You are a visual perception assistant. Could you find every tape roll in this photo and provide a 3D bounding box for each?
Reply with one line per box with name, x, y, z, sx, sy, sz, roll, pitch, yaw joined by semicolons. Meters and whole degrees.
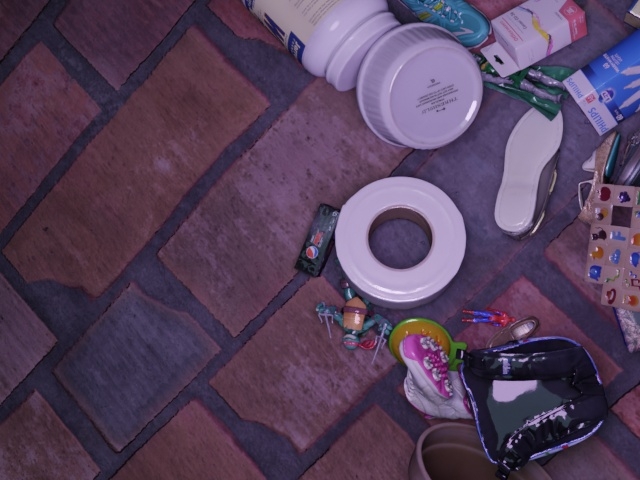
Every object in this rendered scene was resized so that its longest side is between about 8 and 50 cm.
tape roll;0.173;0.006;1.681;0.287;0.100;0.286;-1;76;4

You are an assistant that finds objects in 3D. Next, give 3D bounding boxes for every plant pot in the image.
plant pot;0.300;0.594;1.607;0.323;0.323;0.280;29;115;15

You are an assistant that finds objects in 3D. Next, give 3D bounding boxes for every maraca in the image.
maraca;0.242;0.242;1.711;0.186;0.099;0.127;28;112;-9

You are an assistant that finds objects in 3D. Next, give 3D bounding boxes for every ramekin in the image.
ramekin;0.220;-0.319;1.624;0.273;0.127;0.272;-6;113;-15

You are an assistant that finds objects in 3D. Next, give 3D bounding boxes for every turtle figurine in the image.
turtle figurine;0.078;0.162;1.748;0.176;0.118;0.234;7;77;2

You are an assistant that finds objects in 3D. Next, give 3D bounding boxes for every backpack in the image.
backpack;0.447;0.321;1.580;0.264;0.213;0.276;-18;82;16

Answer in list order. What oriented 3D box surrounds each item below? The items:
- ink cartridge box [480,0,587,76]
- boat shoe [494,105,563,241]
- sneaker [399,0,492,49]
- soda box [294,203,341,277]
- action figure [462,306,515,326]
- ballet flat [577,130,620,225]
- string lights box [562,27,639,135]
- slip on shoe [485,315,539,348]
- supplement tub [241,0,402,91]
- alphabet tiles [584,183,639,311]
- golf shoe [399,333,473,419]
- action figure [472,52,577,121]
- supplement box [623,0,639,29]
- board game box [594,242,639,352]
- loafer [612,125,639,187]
ink cartridge box;0.444;-0.442;1.618;0.198;0.067;0.115;-29;51;5
boat shoe;0.451;-0.146;1.639;0.109;0.091;0.304;12;75;31
sneaker;0.254;-0.520;1.694;0.275;0.110;0.107;38;101;13
soda box;0.000;0.000;1.803;0.060;0.053;0.168;24;97;16
action figure;0.375;0.171;1.702;0.115;0.030;0.038;6;97;12
ballet flat;0.584;-0.132;1.618;0.067;0.073;0.206;10;90;31
string lights box;0.641;-0.343;1.544;0.260;0.133;0.076;-36;45;20
slip on shoe;0.421;0.213;1.681;0.135;0.041;0.051;-34;81;14
supplement tub;0.001;-0.516;1.706;0.235;0.235;0.325;-45;78;12
alphabet tiles;0.604;0.017;1.451;0.198;0.009;0.237;11;100;45
golf shoe;0.226;0.307;1.632;0.140;0.306;0.115;-19;43;26
action figure;0.423;-0.356;1.653;0.232;0.063;0.137;26;70;25
supplement box;0.681;-0.466;1.577;0.083;0.083;0.056;36;100;14
board game box;0.728;0.073;1.534;0.291;0.141;0.231;-19;85;17
loafer;0.682;-0.215;1.586;0.084;0.096;0.267;37;94;34
